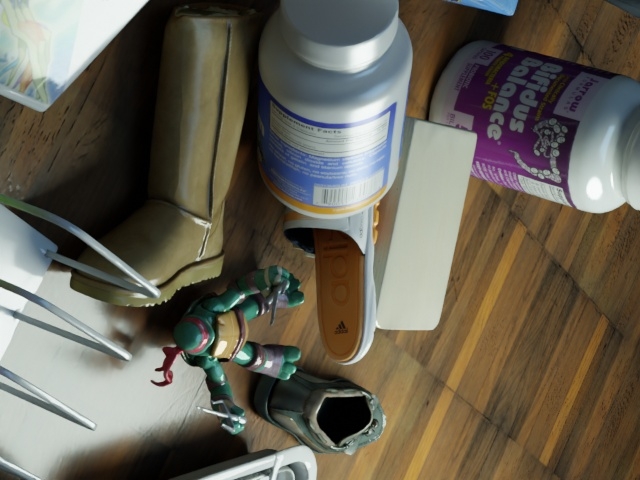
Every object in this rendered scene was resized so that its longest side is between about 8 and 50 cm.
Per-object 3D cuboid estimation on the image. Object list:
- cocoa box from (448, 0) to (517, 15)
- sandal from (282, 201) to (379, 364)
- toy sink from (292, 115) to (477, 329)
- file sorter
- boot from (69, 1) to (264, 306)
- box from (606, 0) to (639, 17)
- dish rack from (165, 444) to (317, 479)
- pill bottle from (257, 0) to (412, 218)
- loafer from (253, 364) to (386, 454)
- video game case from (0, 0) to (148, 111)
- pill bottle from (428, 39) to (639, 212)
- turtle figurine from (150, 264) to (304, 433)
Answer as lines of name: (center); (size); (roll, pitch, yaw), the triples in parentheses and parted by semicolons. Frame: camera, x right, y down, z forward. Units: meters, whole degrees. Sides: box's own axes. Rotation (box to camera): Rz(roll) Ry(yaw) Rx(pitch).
cocoa box: (0.104, -0.430, 1.811); (0.228, 0.231, 0.347); (16, 92, -59)
sandal: (0.008, -0.001, 1.952); (0.076, 0.102, 0.265); (3, 79, -46)
toy sink: (0.066, -0.027, 2.061); (0.153, 0.131, 0.234); (5, 97, -58)
file sorter: (-0.286, 0.108, 1.548); (0.277, 0.173, 0.193); (-64, 148, -12)
boot: (-0.147, -0.087, 1.749); (0.236, 0.089, 0.269); (-26, 129, -65)
box: (0.423, -0.524, 2.115); (0.480, 0.297, 0.472); (18, 90, -45)
dish rack: (-0.141, 0.369, 2.004); (0.333, 0.072, 0.285); (-10, 115, -55)
pill bottle: (0.012, -0.154, 1.820); (0.152, 0.152, 0.272); (-52, 162, -28)
loafer: (0.018, 0.209, 2.152); (0.267, 0.084, 0.096); (27, 83, -58)
video game case: (-0.228, -0.257, 1.448); (0.300, 0.036, 0.329); (-45, 151, 13)
pill bottle: (0.294, -0.130, 2.194); (0.169, 0.301, 0.169); (-32, 131, -46)
turtle figurine: (-0.088, 0.098, 1.903); (0.234, 0.118, 0.175); (-9, 121, -69)
